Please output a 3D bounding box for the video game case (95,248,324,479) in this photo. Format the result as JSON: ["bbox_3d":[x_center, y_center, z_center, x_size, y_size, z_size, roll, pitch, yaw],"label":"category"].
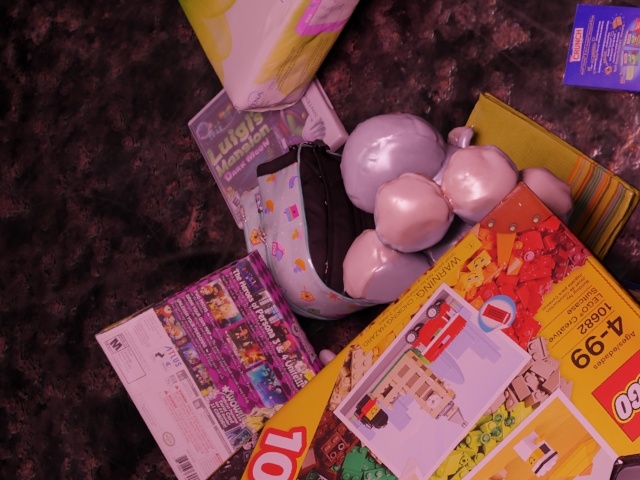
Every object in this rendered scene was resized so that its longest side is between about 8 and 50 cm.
[{"bbox_3d":[-0.104,0.156,1.953,0.210,0.042,0.232,-28,96,20],"label":"video game case"}]

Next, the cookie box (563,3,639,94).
[{"bbox_3d":[0.321,-0.205,1.900,0.107,0.040,0.092,11,91,38],"label":"cookie box"}]

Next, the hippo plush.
[{"bbox_3d":[0.150,-0.046,1.910,0.234,0.294,0.236,-45,38,25],"label":"hippo plush"}]

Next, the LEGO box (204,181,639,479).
[{"bbox_3d":[0.147,0.256,1.697,0.500,0.193,0.372,-44,47,7],"label":"LEGO box"}]

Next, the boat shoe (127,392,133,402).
[{"bbox_3d":[-0.162,0.129,2.208,0.228,0.076,0.080,-44,60,25],"label":"boat shoe"}]

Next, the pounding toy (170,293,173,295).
[{"bbox_3d":[-0.109,0.143,2.053,0.154,0.269,0.155,-35,56,-13],"label":"pounding toy"}]

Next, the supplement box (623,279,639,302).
[{"bbox_3d":[0.348,0.093,1.827,0.083,0.056,0.083,19,95,38],"label":"supplement box"}]

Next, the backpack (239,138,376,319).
[{"bbox_3d":[0.000,0.000,2.043,0.144,0.166,0.188,-29,63,34],"label":"backpack"}]

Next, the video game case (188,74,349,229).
[{"bbox_3d":[-0.068,-0.137,2.208,0.190,0.022,0.173,-41,60,26],"label":"video game case"}]

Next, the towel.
[{"bbox_3d":[0.240,-0.068,1.958,0.237,0.021,0.102,38,106,35],"label":"towel"}]

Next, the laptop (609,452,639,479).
[{"bbox_3d":[0.425,0.375,1.489,0.236,0.382,0.408,-114,23,-47],"label":"laptop"}]

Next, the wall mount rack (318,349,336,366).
[{"bbox_3d":[0.051,0.306,1.987,0.350,0.130,0.304,-56,39,17],"label":"wall mount rack"}]

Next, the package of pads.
[{"bbox_3d":[-0.051,-0.321,2.096,0.229,0.101,0.296,63,141,26],"label":"package of pads"}]
